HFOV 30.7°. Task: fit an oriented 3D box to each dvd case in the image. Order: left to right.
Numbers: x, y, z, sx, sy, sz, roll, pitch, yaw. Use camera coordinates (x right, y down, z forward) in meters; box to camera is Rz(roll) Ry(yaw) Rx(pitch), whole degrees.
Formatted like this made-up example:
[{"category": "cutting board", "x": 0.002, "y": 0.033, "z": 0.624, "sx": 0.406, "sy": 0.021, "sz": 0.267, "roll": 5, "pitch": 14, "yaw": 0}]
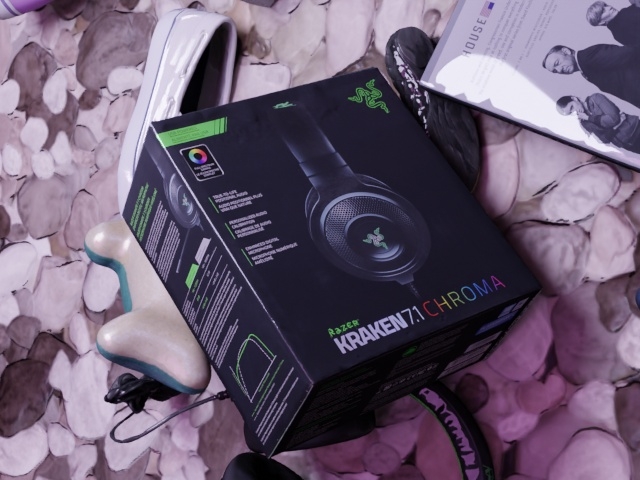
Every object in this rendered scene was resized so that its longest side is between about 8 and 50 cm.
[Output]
[{"category": "dvd case", "x": 0.221, "y": -0.172, "z": 0.986, "sx": 0.239, "sy": 0.029, "sz": 0.179, "roll": 26, "pitch": 91, "yaw": 31}]

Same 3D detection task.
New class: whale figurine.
[{"category": "whale figurine", "x": -0.128, "y": 0.058, "z": 1.098, "sx": 0.216, "sy": 0.272, "sz": 0.141, "roll": 24, "pitch": 124, "yaw": -5}]

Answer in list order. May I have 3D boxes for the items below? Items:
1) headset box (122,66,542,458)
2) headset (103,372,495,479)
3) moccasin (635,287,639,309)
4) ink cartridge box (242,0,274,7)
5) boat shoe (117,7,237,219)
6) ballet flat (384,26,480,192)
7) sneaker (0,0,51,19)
[{"category": "headset box", "x": 0.000, "y": 0.000, "z": 1.002, "sx": 0.283, "sy": 0.246, "sz": 0.131, "roll": 57, "pitch": 145, "yaw": 23}, {"category": "headset", "x": -0.025, "y": 0.206, "z": 1.116, "sx": 0.394, "sy": 0.185, "sz": 0.243, "roll": 18, "pitch": 93, "yaw": 17}, {"category": "moccasin", "x": 0.332, "y": -0.051, "z": 0.856, "sx": 0.117, "sy": 0.138, "sz": 0.342, "roll": 49, "pitch": 120, "yaw": 40}, {"category": "ink cartridge box", "x": -0.080, "y": -0.356, "z": 1.183, "sx": 0.139, "sy": 0.082, "sz": 0.190, "roll": -44, "pitch": 64, "yaw": 23}, {"category": "boat shoe", "x": -0.143, "y": -0.113, "z": 1.206, "sx": 0.084, "sy": 0.095, "sz": 0.258, "roll": 10, "pitch": 95, "yaw": 38}, {"category": "ballet flat", "x": 0.106, "y": -0.118, "z": 1.080, "sx": 0.057, "sy": 0.049, "sz": 0.173, "roll": -15, "pitch": 77, "yaw": -12}, {"category": "sneaker", "x": -0.325, "y": -0.398, "z": 1.356, "sx": 0.161, "sy": 0.102, "sz": 0.282, "roll": -21, "pitch": 70, "yaw": 11}]
